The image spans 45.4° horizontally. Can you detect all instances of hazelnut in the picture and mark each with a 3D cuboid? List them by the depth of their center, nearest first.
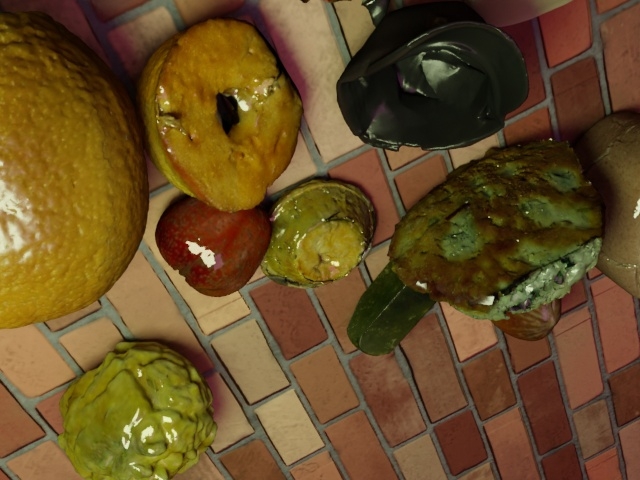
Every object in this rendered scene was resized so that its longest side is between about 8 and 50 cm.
[{"bbox_3d":[0.367,0.105,1.386,0.150,0.150,0.150,-9,122,-15],"label":"hazelnut"}]

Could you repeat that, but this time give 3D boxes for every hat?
[{"bbox_3d":[0.167,-0.264,1.040,0.238,0.336,0.209,18,74,-11],"label":"hat"}]

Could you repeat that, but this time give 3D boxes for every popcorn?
[{"bbox_3d":[-0.284,0.287,1.225,0.249,0.249,0.225,-50,152,12],"label":"popcorn"}]

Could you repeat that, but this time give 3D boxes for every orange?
[{"bbox_3d":[-0.357,-0.085,0.901,0.322,0.322,0.357,-3,109,-19],"label":"orange"}]

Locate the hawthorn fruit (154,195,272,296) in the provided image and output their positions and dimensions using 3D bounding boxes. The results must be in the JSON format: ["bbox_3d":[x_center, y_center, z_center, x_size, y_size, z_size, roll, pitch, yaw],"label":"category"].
[{"bbox_3d":[-0.137,-0.021,1.133,0.203,0.162,0.163,-44,125,-6],"label":"hawthorn fruit"}]

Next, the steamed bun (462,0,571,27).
[{"bbox_3d":[0.289,-0.414,1.027,0.250,0.155,0.200,-40,127,-16],"label":"steamed bun"}]

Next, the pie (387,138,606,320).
[{"bbox_3d":[0.276,-0.021,1.193,0.354,0.288,0.103,-31,132,-6],"label":"pie"}]

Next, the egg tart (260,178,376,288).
[{"bbox_3d":[0.000,0.001,1.227,0.212,0.090,0.213,-11,126,-16],"label":"egg tart"}]

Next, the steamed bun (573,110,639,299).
[{"bbox_3d":[0.519,-0.056,1.300,0.199,0.251,0.301,-10,119,-2],"label":"steamed bun"}]

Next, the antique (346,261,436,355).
[{"bbox_3d":[0.135,0.102,1.338,0.081,0.080,0.221,32,106,-31],"label":"antique"}]

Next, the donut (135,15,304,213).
[{"bbox_3d":[-0.130,-0.165,1.014,0.253,0.118,0.254,-6,98,-44],"label":"donut"}]

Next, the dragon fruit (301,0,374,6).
[{"bbox_3d":[0.037,-0.395,0.932,0.274,0.192,0.193,-22,119,16],"label":"dragon fruit"}]
